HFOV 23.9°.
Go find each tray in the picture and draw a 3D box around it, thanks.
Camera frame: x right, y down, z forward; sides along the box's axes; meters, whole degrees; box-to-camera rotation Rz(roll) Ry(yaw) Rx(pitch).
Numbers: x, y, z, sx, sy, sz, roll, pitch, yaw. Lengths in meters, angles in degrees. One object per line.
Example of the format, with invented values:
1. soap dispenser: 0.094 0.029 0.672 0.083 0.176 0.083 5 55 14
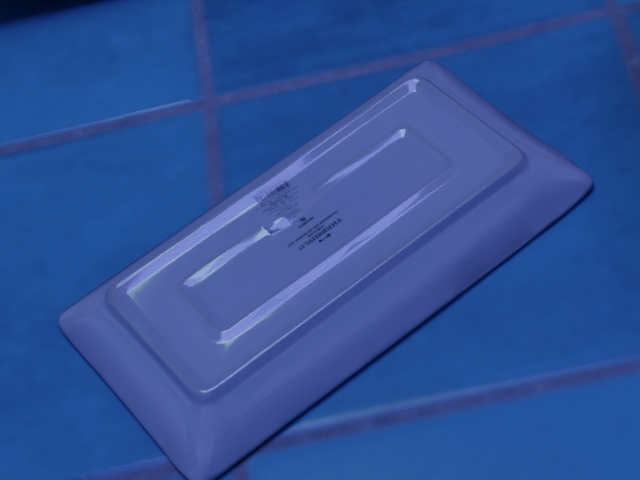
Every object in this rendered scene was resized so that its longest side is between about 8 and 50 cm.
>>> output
1. tray: 0.000 0.000 0.808 0.270 0.030 0.145 -36 52 -16
